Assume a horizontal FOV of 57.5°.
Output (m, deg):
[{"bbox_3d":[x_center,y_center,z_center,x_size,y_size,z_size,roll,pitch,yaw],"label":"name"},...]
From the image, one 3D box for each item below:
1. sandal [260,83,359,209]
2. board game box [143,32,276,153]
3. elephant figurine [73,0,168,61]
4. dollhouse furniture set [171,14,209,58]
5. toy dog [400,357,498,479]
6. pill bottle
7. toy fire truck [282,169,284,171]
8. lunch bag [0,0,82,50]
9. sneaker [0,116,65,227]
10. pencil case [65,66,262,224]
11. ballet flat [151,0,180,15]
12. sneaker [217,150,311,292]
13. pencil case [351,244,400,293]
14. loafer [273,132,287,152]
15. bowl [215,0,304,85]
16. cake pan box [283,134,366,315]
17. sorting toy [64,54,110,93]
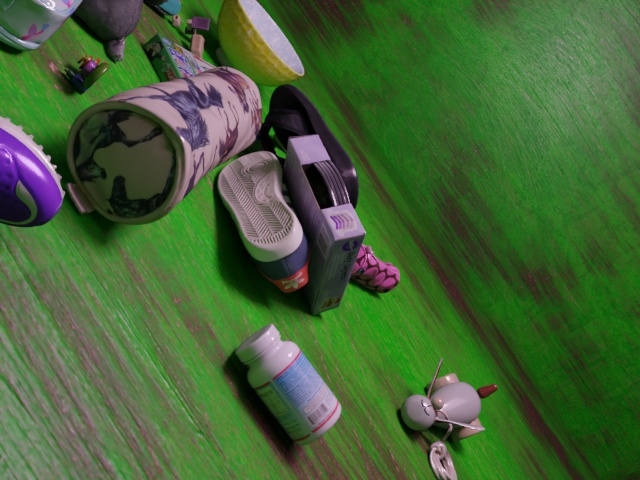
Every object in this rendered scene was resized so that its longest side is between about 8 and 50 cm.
[{"bbox_3d":[-0.054,-0.211,1.265,0.446,0.106,0.168,-124,-152,-47],"label":"sandal"},{"bbox_3d":[-0.234,-0.310,1.302,0.214,0.046,0.317,60,18,14],"label":"board game box"},{"bbox_3d":[-0.338,-0.482,1.019,0.186,0.239,0.170,43,22,-35],"label":"elephant figurine"},{"bbox_3d":[-0.322,-0.477,1.428,0.081,0.090,0.115,113,-20,-64],"label":"dollhouse furniture set"},{"bbox_3d":[0.310,0.372,1.322,0.220,0.160,0.333,57,18,5],"label":"toy dog"},{"bbox_3d":[-0.048,0.201,0.828,0.160,0.087,0.087,55,18,-6],"label":"pill bottle"},{"bbox_3d":[-0.108,-0.132,1.311,0.135,0.047,0.192,44,21,-30],"label":"toy fire truck"},{"bbox_3d":[-0.462,-0.402,0.784,0.279,0.107,0.224,43,25,-33],"label":"lunch bag"},{"bbox_3d":[-0.371,-0.078,0.492,0.293,0.102,0.146,39,28,-30],"label":"sneaker"},{"bbox_3d":[-0.216,-0.157,0.883,0.160,0.183,0.410,47,22,-10],"label":"pencil case"},{"bbox_3d":[-0.405,-0.583,1.335,0.188,0.070,0.070,35,27,-52],"label":"ballet flat"},{"bbox_3d":[-0.101,-0.037,1.085,0.350,0.131,0.148,-110,179,-52],"label":"sneaker"},{"bbox_3d":[0.129,0.072,1.482,0.209,0.098,0.095,29,31,-55],"label":"pencil case"},{"bbox_3d":[-0.071,-0.254,1.611,0.148,0.056,0.050,21,38,-44],"label":"loafer"},{"bbox_3d":[-0.193,-0.523,1.594,0.289,0.156,0.290,48,19,-23],"label":"bowl"},{"bbox_3d":[-0.011,-0.030,1.110,0.267,0.070,0.246,104,-33,-52],"label":"cake pan box"},{"bbox_3d":[-0.355,-0.259,0.885,0.042,0.061,0.102,46,-3,-25],"label":"sorting toy"}]
